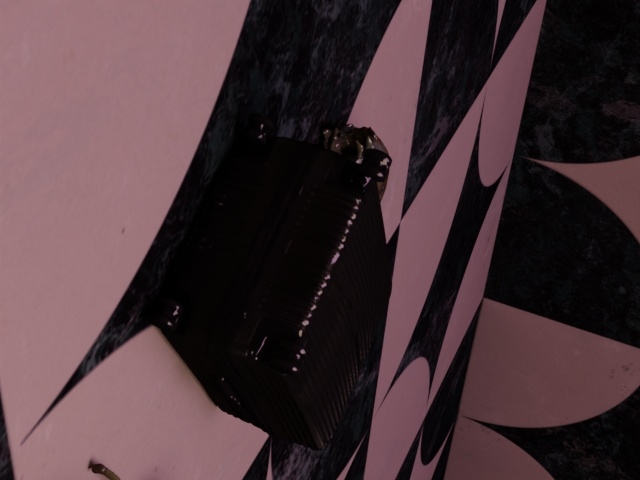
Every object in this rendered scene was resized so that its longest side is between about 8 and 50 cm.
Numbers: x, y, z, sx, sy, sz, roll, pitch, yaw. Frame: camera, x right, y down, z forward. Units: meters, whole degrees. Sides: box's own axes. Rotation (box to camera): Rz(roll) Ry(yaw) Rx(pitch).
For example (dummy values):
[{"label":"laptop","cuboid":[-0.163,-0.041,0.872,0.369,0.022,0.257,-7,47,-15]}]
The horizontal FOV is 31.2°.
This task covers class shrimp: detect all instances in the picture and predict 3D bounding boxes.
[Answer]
[{"label":"shrimp","cuboid":[0.017,-0.017,1.424,0.287,0.068,0.185,-66,163,17]}]

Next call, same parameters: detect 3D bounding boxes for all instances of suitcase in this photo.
[{"label":"suitcase","cuboid":[-0.027,0.061,1.150,0.335,0.152,0.229,74,38,-65]}]

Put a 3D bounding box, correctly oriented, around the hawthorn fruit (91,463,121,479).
[{"label":"hawthorn fruit","cuboid":[-0.156,0.298,1.088,0.165,0.165,0.285,-53,131,-50]}]
